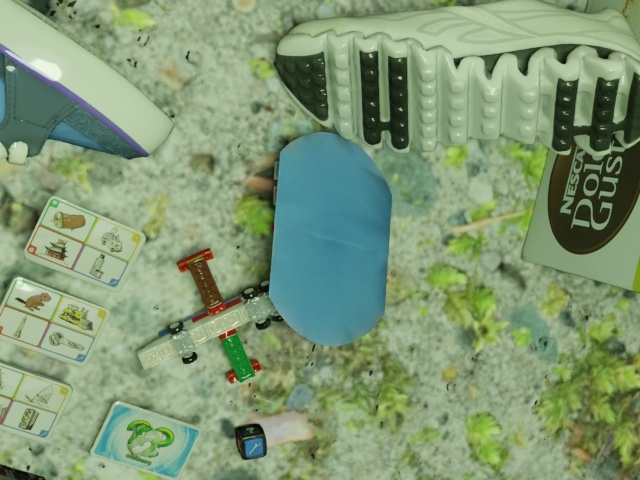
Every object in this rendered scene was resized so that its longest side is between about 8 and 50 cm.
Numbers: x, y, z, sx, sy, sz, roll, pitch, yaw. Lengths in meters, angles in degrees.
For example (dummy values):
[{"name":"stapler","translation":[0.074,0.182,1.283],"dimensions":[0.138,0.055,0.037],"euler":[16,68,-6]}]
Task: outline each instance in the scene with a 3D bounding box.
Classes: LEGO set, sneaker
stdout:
[{"name":"LEGO set","translation":[-0.132,0.084,0.897],"dimensions":[0.244,0.060,0.182],"euler":[23,100,-22]},{"name":"sneaker","translation":[0.112,-0.138,0.912],"dimensions":[0.292,0.118,0.110],"euler":[5,140,2]},{"name":"sneaker","translation":[-0.286,-0.073,0.766],"dimensions":[0.323,0.130,0.236],"euler":[31,94,-28]}]

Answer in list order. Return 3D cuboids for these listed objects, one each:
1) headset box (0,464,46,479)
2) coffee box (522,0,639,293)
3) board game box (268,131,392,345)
[{"name":"headset box","translation":[-0.250,0.195,0.855],"dimensions":[0.083,0.032,0.062],"euler":[22,87,-23]},{"name":"coffee box","translation":[0.418,-0.086,0.936],"dimensions":[0.338,0.334,0.337],"euler":[13,93,-22]},{"name":"board game box","translation":[0.000,0.000,0.927],"dimensions":[0.133,0.033,0.168],"euler":[15,76,-45]}]
